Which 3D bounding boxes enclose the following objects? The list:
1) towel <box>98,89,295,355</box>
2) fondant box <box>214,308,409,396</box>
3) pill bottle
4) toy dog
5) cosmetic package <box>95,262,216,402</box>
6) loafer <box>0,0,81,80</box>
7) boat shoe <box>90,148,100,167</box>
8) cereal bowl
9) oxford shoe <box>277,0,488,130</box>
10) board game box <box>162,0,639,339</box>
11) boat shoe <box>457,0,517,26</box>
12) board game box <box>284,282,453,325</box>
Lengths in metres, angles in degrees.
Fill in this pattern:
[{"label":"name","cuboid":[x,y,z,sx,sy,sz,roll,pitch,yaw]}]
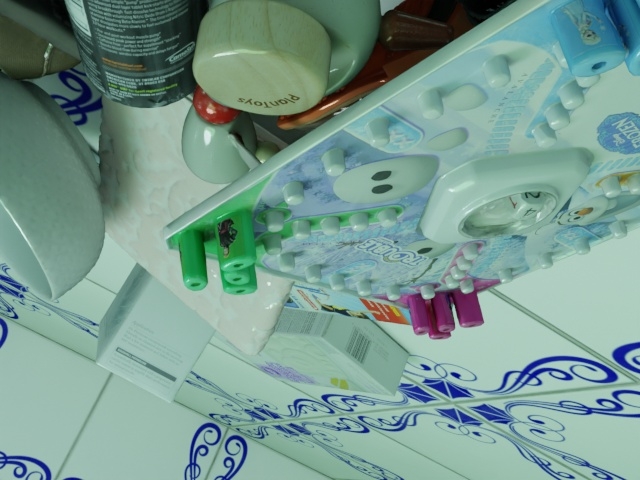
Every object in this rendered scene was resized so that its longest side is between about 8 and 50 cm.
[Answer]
[{"label":"towel","cuboid":[-0.150,-0.042,0.909,0.317,0.053,0.332,39,139,12]},{"label":"fondant box","cuboid":[-0.030,0.197,1.427,0.330,0.096,0.238,-2,145,44]},{"label":"pill bottle","cuboid":[-0.164,-0.236,0.645,0.130,0.130,0.246,22,155,2]},{"label":"toy dog","cuboid":[-0.015,-0.128,0.568,0.160,0.220,0.333,15,-179,-11]},{"label":"cosmetic package","cuboid":[-0.246,0.101,1.185,0.138,0.225,0.224,34,179,-18]},{"label":"loafer","cuboid":[-0.359,-0.242,0.669,0.130,0.134,0.366,-31,150,15]},{"label":"boat shoe","cuboid":[-0.382,-0.102,1.150,0.065,0.083,0.183,1,147,39]},{"label":"cereal bowl","cuboid":[-0.381,-0.096,0.913,0.339,0.141,0.339,37,152,24]},{"label":"oxford shoe","cuboid":[0.058,-0.143,0.688,0.098,0.097,0.271,30,157,-31]},{"label":"board game box","cuboid":[0.147,-0.021,0.579,0.390,0.050,0.390,-28,152,32]},{"label":"boat shoe","cuboid":[0.119,-0.203,0.487,0.340,0.113,0.127,40,151,-31]},{"label":"board game box","cuboid":[0.000,0.000,1.022,0.301,0.086,0.308,4,149,35]}]
